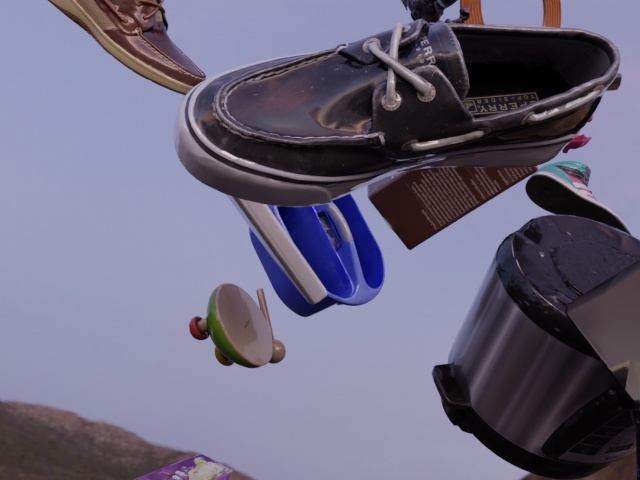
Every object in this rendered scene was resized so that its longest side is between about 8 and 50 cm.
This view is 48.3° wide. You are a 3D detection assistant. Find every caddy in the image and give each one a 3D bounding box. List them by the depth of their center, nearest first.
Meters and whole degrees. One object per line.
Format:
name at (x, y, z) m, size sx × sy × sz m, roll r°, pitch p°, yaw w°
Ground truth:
caddy at (0.000, 0.000, 1.559) m, size 0.241 × 0.341 × 0.179 m, roll -15°, pitch -18°, yaw -44°

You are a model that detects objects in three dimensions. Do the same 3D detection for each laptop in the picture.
laptop at (0.487, 0.172, 1.018) m, size 0.136 × 0.234 × 0.264 m, roll 40°, pitch -27°, yaw 53°

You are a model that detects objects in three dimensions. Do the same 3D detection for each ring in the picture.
ring at (0.429, -0.525, 1.614) m, size 0.336 × 0.337 × 0.032 m, roll 31°, pitch -13°, yaw -33°

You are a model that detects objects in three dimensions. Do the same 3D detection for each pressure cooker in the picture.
pressure cooker at (0.434, 0.212, 1.291) m, size 0.369 × 0.375 × 0.420 m, roll 29°, pitch -52°, yaw 16°

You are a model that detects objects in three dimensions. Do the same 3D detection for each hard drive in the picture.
hard drive at (-0.109, -0.043, 1.234) m, size 0.307 × 0.040 × 0.203 m, roll 57°, pitch -7°, yaw -34°

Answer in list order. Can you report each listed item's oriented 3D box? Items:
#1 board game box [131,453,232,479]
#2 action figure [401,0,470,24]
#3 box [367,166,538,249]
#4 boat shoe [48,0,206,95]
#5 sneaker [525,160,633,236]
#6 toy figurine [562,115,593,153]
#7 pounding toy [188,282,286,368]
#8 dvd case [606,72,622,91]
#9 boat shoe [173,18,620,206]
board game box at (-0.192, 0.377, 0.621) m, size 0.056 × 0.347 × 0.208 m, roll 19°, pitch 7°, yaw 32°
action figure at (0.230, -0.490, 1.437) m, size 0.185 × 0.099 × 0.285 m, roll 40°, pitch 3°, yaw -4°
box at (0.323, -0.165, 1.790) m, size 0.381 × 0.143 × 0.191 m, roll -33°, pitch -69°, yaw 17°
boat shoe at (-0.317, -0.377, 1.185) m, size 0.342 × 0.123 × 0.123 m, roll 40°, pitch -73°, yaw -1°
sneaker at (0.654, -0.094, 1.779) m, size 0.295 × 0.178 × 0.124 m, roll 39°, pitch -51°, yaw 3°
toy figurine at (0.440, -0.243, 1.292) m, size 0.130 × 0.159 × 0.173 m, roll -19°, pitch -16°, yaw -29°
pounding toy at (-0.182, 0.192, 1.463) m, size 0.110 × 0.183 × 0.237 m, roll -29°, pitch -16°, yaw 18°
dvd case at (0.188, -0.179, 0.748) m, size 0.180 × 0.022 × 0.253 m, roll 22°, pitch 25°, yaw 34°
boat shoe at (0.058, -0.095, 0.464) m, size 0.301 × 0.108 × 0.102 m, roll -5°, pitch -24°, yaw -17°
